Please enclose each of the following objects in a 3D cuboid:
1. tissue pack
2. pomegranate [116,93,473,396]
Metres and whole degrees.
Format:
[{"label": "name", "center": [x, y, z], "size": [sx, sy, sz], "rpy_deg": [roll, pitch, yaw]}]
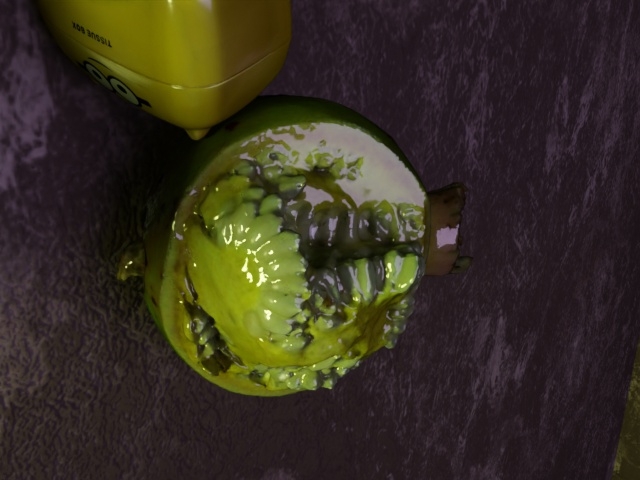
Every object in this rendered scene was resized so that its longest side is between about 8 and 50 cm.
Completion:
[{"label": "tissue pack", "center": [-0.111, -0.159, 0.462], "size": [0.123, 0.178, 0.127], "rpy_deg": [-44, 153, -32]}, {"label": "pomegranate", "center": [0.000, 0.000, 0.581], "size": [0.340, 0.260, 0.261], "rpy_deg": [-4, 107, -29]}]
